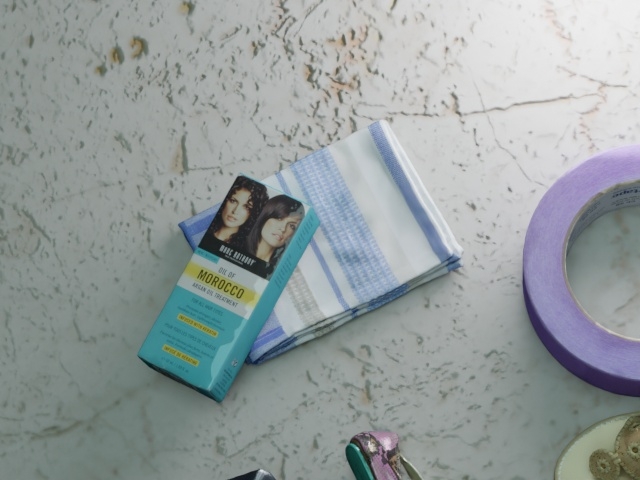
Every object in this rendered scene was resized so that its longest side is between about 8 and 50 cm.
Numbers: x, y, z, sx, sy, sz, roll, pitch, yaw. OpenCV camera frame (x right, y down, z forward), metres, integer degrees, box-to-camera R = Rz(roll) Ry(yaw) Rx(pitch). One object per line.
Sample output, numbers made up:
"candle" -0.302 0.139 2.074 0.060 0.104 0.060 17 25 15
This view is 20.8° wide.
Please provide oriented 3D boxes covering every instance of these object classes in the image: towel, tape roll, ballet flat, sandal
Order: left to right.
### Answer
"towel" 0.000 0.000 2.038 0.285 0.034 0.209 -27 72 -2
"ballet flat" 0.095 0.311 1.920 0.079 0.077 0.221 -13 71 -18
"tape roll" 0.365 0.034 1.958 0.275 0.090 0.274 -2 72 6
"sandal" 0.370 0.218 1.906 0.240 0.079 0.088 -17 72 1

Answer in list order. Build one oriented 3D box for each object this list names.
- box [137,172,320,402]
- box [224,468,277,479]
"box" -0.103 0.053 1.989 0.100 0.060 0.244 25 78 16
"box" -0.178 0.429 1.683 0.212 0.395 0.293 50 44 -18
